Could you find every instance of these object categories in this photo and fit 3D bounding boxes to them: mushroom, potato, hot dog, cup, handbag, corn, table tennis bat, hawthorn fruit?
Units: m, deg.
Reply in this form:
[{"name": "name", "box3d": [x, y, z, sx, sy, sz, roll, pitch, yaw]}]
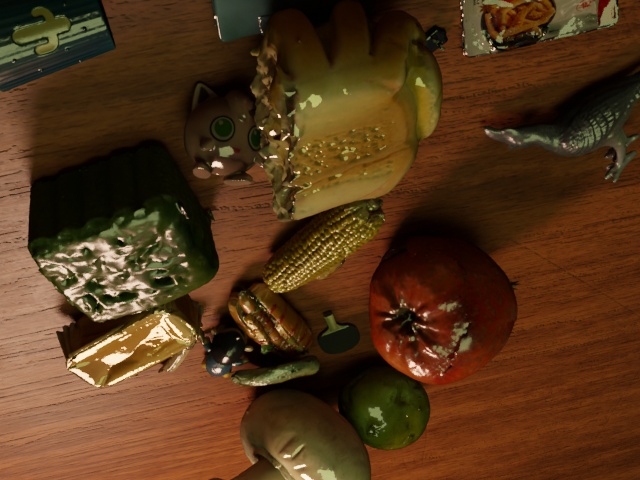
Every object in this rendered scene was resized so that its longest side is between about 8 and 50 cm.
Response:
[{"name": "mushroom", "box3d": [-0.064, 0.446, 1.983, 0.356, 0.315, 0.315, 15, 132, -22]}, {"name": "mushroom", "box3d": [-0.272, 0.213, 1.805, 0.060, 0.061, 0.187, -1, 143, -27]}, {"name": "potato", "box3d": [0.010, 0.040, 1.709, 0.083, 0.040, 0.051, -35, 125, 20]}, {"name": "hot dog", "box3d": [-0.095, 0.161, 1.790, 0.104, 0.076, 0.250, -24, 143, 10]}, {"name": "cup", "box3d": [-0.348, -0.286, 1.145, 0.155, 0.131, 0.176, -17, 116, -7]}, {"name": "handbag", "box3d": [-0.037, -0.338, 1.239, 0.221, 0.057, 0.144, -13, 148, -6]}, {"name": "corn", "box3d": [0.003, 0.004, 1.626, 0.260, 0.091, 0.091, -36, 172, 29]}, {"name": "table tennis bat", "box3d": [0.033, 0.191, 1.919, 0.087, 0.013, 0.156, -18, 142, 3]}, {"name": "hawthorn fruit", "box3d": [0.251, 0.120, 1.736, 0.307, 0.276, 0.276, -8, 142, -32]}, {"name": "potato", "box3d": [0.141, 0.368, 2.065, 0.186, 0.148, 0.253, -47, 138, -13]}]

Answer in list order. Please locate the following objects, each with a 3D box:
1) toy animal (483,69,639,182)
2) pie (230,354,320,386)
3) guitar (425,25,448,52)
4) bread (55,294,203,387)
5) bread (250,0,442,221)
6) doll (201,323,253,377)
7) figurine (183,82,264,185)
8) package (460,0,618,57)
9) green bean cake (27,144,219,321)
[{"name": "toy animal", "box3d": [0.475, -0.195, 1.556, 0.367, 0.081, 0.206, -26, 129, 12]}, {"name": "pie", "box3d": [-0.092, 0.266, 1.880, 0.187, 0.041, 0.187, -12, 175, -1]}, {"name": "guitar", "box3d": [0.082, -0.229, 1.416, 0.271, 0.038, 0.084, -33, 140, 20]}, {"name": "bread", "box3d": [-0.340, 0.162, 1.677, 0.241, 0.107, 0.136, -29, 137, 15]}, {"name": "bread", "box3d": [0.029, -0.194, 1.275, 0.270, 0.211, 0.315, -20, 149, -12]}, {"name": "doll", "box3d": [-0.184, 0.213, 1.815, 0.102, 0.089, 0.179, 26, 151, -9]}, {"name": "figurine", "box3d": [-0.138, -0.154, 1.364, 0.125, 0.138, 0.125, 9, 168, 2]}, {"name": "package", "box3d": [0.321, -0.353, 1.361, 0.239, 0.030, 0.154, -15, 139, -1]}, {"name": "green bean cake", "box3d": [-0.303, 0.000, 1.461, 0.247, 0.156, 0.250, -18, 141, 4]}]
